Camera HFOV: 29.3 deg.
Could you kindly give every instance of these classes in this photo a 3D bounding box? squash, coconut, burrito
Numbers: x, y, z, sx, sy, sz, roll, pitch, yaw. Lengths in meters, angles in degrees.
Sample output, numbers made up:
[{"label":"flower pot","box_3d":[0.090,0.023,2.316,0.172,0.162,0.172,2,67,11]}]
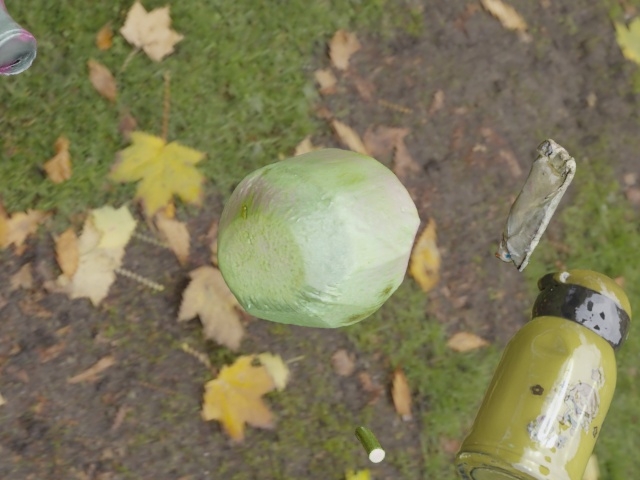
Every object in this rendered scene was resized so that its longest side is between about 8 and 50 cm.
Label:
[{"label":"squash","box_3d":[0.077,0.321,1.949,0.027,0.083,0.027,-7,115,-16]},{"label":"coconut","box_3d":[0.000,0.000,1.383,0.236,0.236,0.204,-20,62,-44]},{"label":"burrito","box_3d":[0.247,-0.036,1.418,0.042,0.171,0.051,-11,44,-43]}]

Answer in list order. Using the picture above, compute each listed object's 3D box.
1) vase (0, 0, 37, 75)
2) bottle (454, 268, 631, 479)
[{"label":"vase","box_3d":[-0.391,-0.272,1.374,0.086,0.086,0.214,-10,50,-43]},{"label":"bottle","box_3d":[0.333,0.199,1.723,0.171,0.171,0.351,40,64,-23]}]
